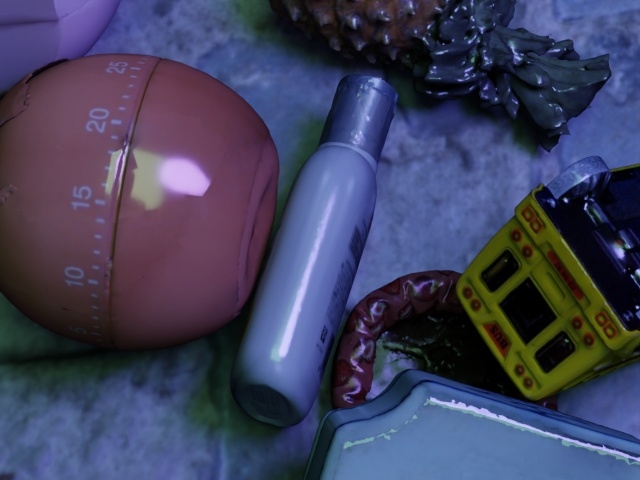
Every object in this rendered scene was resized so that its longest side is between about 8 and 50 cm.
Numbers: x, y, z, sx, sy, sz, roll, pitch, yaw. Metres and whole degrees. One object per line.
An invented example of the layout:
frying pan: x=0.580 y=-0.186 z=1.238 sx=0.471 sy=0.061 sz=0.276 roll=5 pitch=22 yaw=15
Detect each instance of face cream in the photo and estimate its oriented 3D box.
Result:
face cream: x=0.000 y=0.000 z=1.155 sx=0.071 sy=0.144 sz=0.291 roll=16 pitch=70 yaw=6

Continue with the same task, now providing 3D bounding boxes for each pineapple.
pineapple: x=0.109 y=-0.200 z=1.257 sx=0.310 sy=0.141 sz=0.170 roll=28 pitch=44 yaw=-5

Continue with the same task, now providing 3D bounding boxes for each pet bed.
pet bed: x=0.102 y=0.117 z=1.177 sx=0.201 sy=0.053 sz=0.201 roll=3 pitch=66 yaw=-6

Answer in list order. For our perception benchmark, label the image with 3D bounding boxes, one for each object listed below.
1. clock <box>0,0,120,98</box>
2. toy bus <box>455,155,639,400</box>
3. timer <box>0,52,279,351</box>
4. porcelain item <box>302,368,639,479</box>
clock: x=-0.314 y=-0.299 z=1.154 sx=0.368 sy=0.250 sz=0.377 roll=-7 pitch=59 yaw=-9
toy bus: x=0.264 y=0.018 z=1.148 sx=0.331 sy=0.151 sz=0.145 roll=-11 pitch=61 yaw=-47
timer: x=-0.148 y=-0.030 z=1.100 sx=0.215 sy=0.229 sz=0.230 roll=13 pitch=69 yaw=6
porcelain item: x=0.109 y=0.253 z=1.047 sx=0.281 sy=0.157 sz=0.286 roll=15 pitch=88 yaw=-4
